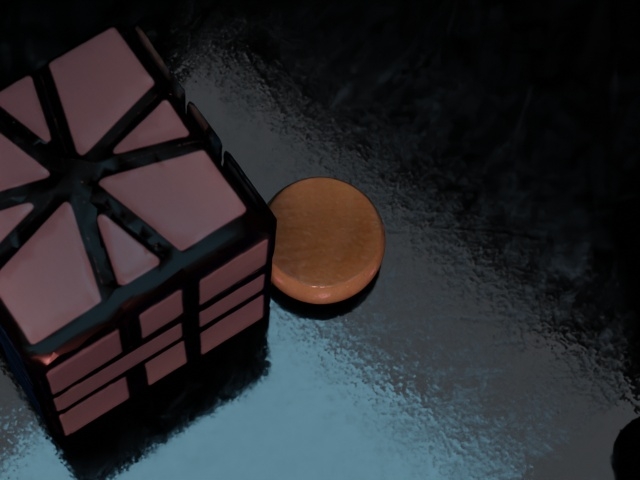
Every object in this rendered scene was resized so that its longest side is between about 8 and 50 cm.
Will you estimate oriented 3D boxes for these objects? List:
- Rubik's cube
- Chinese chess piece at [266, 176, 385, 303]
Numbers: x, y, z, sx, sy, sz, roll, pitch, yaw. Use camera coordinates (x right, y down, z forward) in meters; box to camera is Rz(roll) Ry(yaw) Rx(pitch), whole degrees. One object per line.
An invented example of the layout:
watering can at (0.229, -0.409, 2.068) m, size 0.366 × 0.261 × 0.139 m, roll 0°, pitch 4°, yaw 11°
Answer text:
Rubik's cube at (-0.234, -0.006, 1.761) m, size 0.293 × 0.283 × 0.288 m, roll -34°, pitch 74°, yaw -12°
Chinese chess piece at (0.000, 0.000, 1.886) m, size 0.144 × 0.058 × 0.144 m, roll 1°, pitch 69°, yaw -4°
